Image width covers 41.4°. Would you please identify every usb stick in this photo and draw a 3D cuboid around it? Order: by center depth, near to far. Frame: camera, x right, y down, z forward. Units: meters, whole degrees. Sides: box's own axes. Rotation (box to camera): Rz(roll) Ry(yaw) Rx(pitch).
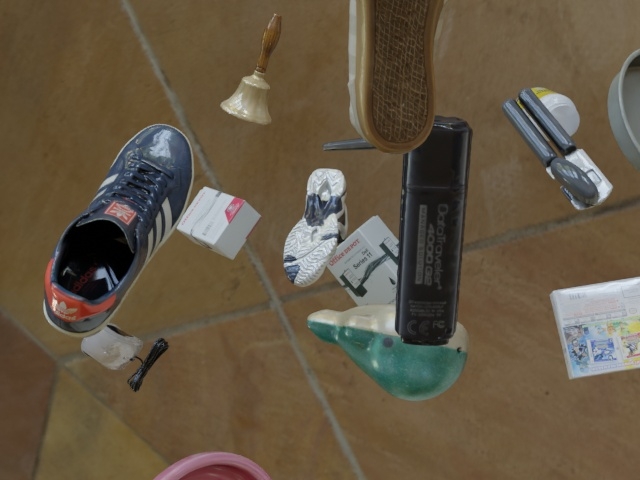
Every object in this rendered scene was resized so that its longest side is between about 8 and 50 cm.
[{"bbox_3d":[0.130,-0.008,0.993,0.077,0.045,0.277,2,108,2],"label":"usb stick"}]

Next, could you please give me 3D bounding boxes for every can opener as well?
[{"bbox_3d":[0.427,-0.177,1.549,0.076,0.095,0.283,-33,61,6],"label":"can opener"}]

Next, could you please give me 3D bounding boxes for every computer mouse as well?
[{"bbox_3d":[-0.329,0.194,1.425,0.042,0.193,0.106,39,88,30],"label":"computer mouse"}]

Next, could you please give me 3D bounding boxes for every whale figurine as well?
[{"bbox_3d":[0.101,0.175,1.356,0.272,0.216,0.141,4,80,38],"label":"whale figurine"}]

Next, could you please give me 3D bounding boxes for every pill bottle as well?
[{"bbox_3d":[0.497,-0.274,1.854,0.103,0.184,0.103,-2,108,-5],"label":"pill bottle"}]

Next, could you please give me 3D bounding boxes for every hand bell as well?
[{"bbox_3d":[-0.134,-0.401,1.948,0.126,0.126,0.242,23,109,5],"label":"hand bell"}]

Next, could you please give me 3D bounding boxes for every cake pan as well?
[{"bbox_3d":[0.677,-0.238,1.676,0.293,0.293,0.054,48,147,-9],"label":"cake pan"}]

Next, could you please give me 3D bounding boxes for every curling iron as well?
[{"bbox_3d":[0.139,-0.216,1.889,0.274,0.068,0.035,-8,88,-14],"label":"curling iron"}]

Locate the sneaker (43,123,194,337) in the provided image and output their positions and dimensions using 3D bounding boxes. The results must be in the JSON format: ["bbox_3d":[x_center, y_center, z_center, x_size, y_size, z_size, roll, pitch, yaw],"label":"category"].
[{"bbox_3d":[-0.272,-0.034,1.187,0.131,0.350,0.148,22,156,-4],"label":"sneaker"}]

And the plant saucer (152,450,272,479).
[{"bbox_3d":[-0.204,0.510,1.392,0.084,0.332,0.332,0,119,47],"label":"plant saucer"}]

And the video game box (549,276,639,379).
[{"bbox_3d":[0.602,0.182,1.769,0.205,0.048,0.187,-9,72,0],"label":"video game box"}]

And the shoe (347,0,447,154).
[{"bbox_3d":[0.050,-0.168,0.558,0.077,0.058,0.218,5,102,-16],"label":"shoe"}]

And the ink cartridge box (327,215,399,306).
[{"bbox_3d":[0.126,0.072,1.879,0.208,0.087,0.153,51,134,4],"label":"ink cartridge box"}]

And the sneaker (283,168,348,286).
[{"bbox_3d":[0.000,0.000,1.570,0.094,0.234,0.153,3,152,11],"label":"sneaker"}]

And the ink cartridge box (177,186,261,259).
[{"bbox_3d":[-0.208,-0.037,1.723,0.150,0.109,0.063,20,163,48],"label":"ink cartridge box"}]
